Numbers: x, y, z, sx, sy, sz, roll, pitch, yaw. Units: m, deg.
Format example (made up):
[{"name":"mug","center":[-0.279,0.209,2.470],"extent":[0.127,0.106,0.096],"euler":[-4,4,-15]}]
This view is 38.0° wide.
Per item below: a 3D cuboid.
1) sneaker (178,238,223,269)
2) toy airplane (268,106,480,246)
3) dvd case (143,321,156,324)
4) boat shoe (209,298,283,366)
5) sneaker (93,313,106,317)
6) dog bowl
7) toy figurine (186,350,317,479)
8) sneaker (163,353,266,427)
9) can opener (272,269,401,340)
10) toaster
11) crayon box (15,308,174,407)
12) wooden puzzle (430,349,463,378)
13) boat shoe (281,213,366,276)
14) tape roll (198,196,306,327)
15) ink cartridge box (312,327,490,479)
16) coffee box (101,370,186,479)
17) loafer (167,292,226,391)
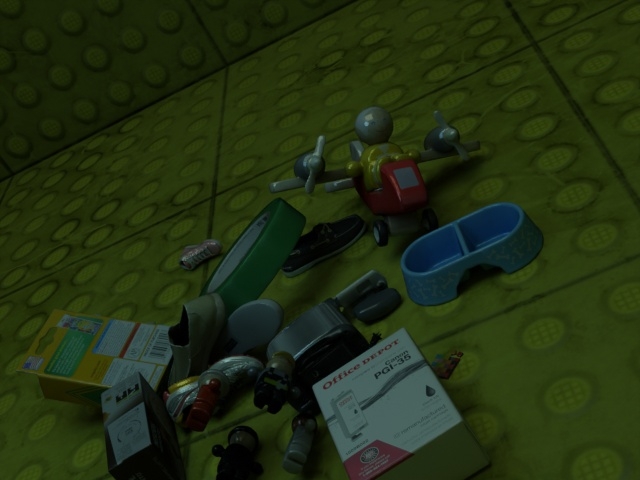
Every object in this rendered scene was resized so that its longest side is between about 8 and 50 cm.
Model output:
[{"name":"sneaker","center":[-0.316,0.042,2.423],"extent":[0.134,0.051,0.070],"euler":[-13,36,35]},{"name":"toy airplane","center":[0.129,-0.177,2.113],"extent":[0.384,0.273,0.386],"euler":[6,27,31]},{"name":"dvd case","center":[-0.471,0.238,2.307],"extent":[0.119,0.013,0.087],"euler":[-7,38,39]},{"name":"boat shoe","center":[-0.149,0.187,1.951],"extent":[0.267,0.096,0.088],"euler":[-50,0,43]},{"name":"sneaker","center":[-0.529,0.265,2.207],"extent":[0.169,0.108,0.292],"euler":[-46,32,-6]},{"name":"dog bowl","center":[0.295,0.021,1.872],"extent":[0.297,0.074,0.166],"euler":[-26,30,11]},{"name":"toy figurine","center":[-0.116,0.320,1.670],"extent":[0.209,0.213,0.148],"euler":[-20,19,16]},{"name":"sneaker","center":[-0.209,0.312,1.909],"extent":[0.225,0.088,0.093],"euler":[-29,50,5]},{"name":"can opener","center":[0.028,0.160,1.906],"extent":[0.280,0.074,0.093],"euler":[-33,31,-2]},{"name":"toaster","center":[-0.001,0.215,1.793],"extent":[0.227,0.129,0.146],"euler":[-40,28,-1]},{"name":"crayon box","center":[-0.480,0.269,2.074],"extent":[0.322,0.083,0.203],"euler":[8,41,10]},{"name":"wooden puzzle","center":[0.223,0.229,1.694],"extent":[0.049,0.006,0.083],"euler":[2,44,44]},{"name":"boat shoe","center":[0.000,0.000,2.175],"extent":[0.227,0.069,0.081],"euler":[-32,30,-1]},{"name":"tape roll","center":[-0.160,0.050,2.107],"extent":[0.321,0.077,0.321],"euler":[-49,13,15]},{"name":"ink cartridge box","center":[0.124,0.304,1.559],"extent":[0.207,0.117,0.283],"euler":[-33,30,2]},{"name":"coffee box","center":[-0.352,0.394,1.838],"extent":[0.098,0.141,0.246],"euler":[-31,29,0]},{"name":"loafer","center":[-0.280,0.220,1.952],"extent":[0.102,0.092,0.269],"euler":[55,130,52]}]
